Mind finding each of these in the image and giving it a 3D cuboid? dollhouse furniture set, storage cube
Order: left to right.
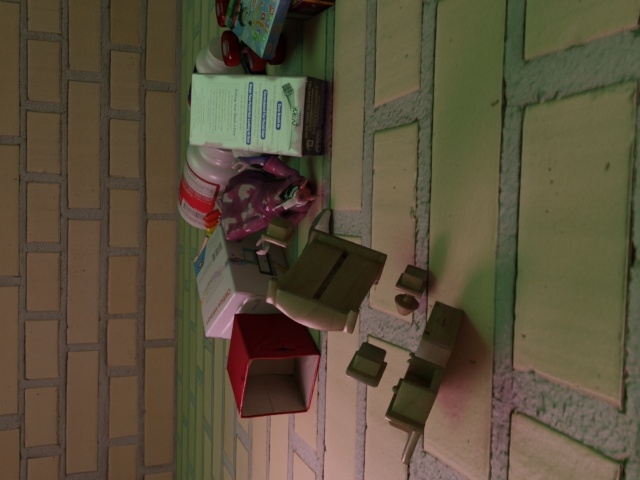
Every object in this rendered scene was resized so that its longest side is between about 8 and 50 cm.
[{"bbox_3d":[-0.129,0.315,1.523,0.193,0.183,0.215,-123,39,-55],"label":"storage cube"},{"bbox_3d":[0.014,0.145,0.914,0.303,0.355,0.174,-49,-23,-59],"label":"dollhouse furniture set"}]

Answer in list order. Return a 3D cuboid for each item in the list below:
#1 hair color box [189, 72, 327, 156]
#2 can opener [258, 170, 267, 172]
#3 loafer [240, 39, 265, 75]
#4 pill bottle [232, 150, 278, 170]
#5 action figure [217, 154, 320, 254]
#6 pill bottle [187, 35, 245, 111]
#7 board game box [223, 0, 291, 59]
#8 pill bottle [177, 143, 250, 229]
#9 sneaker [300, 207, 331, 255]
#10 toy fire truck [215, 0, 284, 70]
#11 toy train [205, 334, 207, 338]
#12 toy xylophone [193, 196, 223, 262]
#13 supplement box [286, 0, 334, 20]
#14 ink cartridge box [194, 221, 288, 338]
[{"bbox_3d":[-0.160,-0.313,1.463,0.339,0.110,0.185,11,103,28],"label":"hair color box"},{"bbox_3d":[-0.212,-0.120,1.857,0.093,0.074,0.280,38,124,16],"label":"can opener"},{"bbox_3d":[-0.214,-0.567,1.910,0.078,0.076,0.223,-41,57,56],"label":"loafer"},{"bbox_3d":[-0.143,-0.296,1.623,0.229,0.131,0.131,-33,59,52],"label":"pill bottle"},{"bbox_3d":[-0.109,-0.093,1.538,0.370,0.276,0.248,-5,90,49],"label":"action figure"},{"bbox_3d":[-0.381,-0.591,2.181,0.323,0.181,0.181,126,139,-56],"label":"pill bottle"},{"bbox_3d":[-0.163,-0.579,1.494,0.211,0.039,0.160,48,129,34],"label":"board game box"},{"bbox_3d":[-0.364,-0.236,2.068,0.408,0.229,0.229,119,145,-50],"label":"pill bottle"},{"bbox_3d":[0.000,0.000,1.385,0.054,0.061,0.152,-179,109,-76],"label":"sneaker"},{"bbox_3d":[-0.185,-0.638,1.650,0.254,0.169,0.302,145,116,-68],"label":"toy fire truck"},{"bbox_3d":[-0.332,0.231,2.094,0.105,0.143,0.248,-156,68,-66],"label":"toy train"},{"bbox_3d":[-0.337,-0.043,2.034,0.081,0.236,0.323,50,142,12],"label":"toy xylophone"},{"bbox_3d":[-0.035,-0.609,1.435,0.188,0.081,0.104,-161,72,-67],"label":"supplement box"},{"bbox_3d":[-0.219,0.121,1.683,0.198,0.197,0.270,-53,39,33],"label":"ink cartridge box"}]
